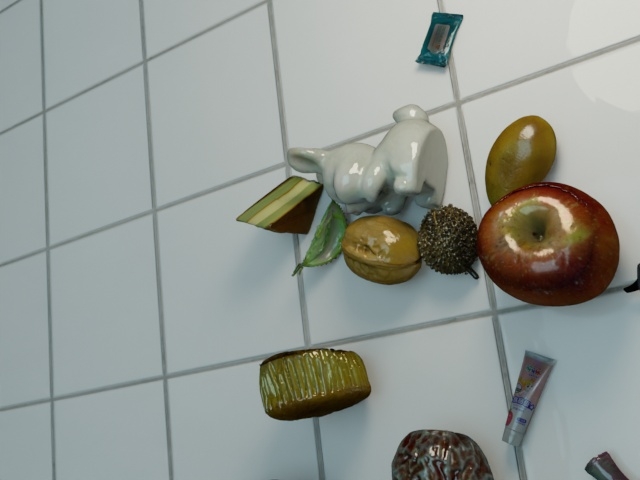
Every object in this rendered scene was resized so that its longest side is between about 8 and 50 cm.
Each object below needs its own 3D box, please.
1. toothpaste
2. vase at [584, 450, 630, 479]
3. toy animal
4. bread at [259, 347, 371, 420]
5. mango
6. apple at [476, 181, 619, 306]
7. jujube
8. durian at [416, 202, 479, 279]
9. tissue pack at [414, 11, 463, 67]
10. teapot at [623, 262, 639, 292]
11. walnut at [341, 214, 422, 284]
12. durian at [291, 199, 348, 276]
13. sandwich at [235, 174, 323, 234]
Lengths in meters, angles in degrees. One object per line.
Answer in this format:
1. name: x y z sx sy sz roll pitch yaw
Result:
1. toothpaste: 0.427 0.330 1.620 0.067 0.043 0.194 16 85 38
2. vase: 0.590 0.494 1.457 0.086 0.086 0.214 -51 54 16
3. toy animal: 0.112 -0.181 1.837 0.368 0.196 0.241 -9 70 31
4. bread: -0.014 0.330 1.791 0.228 0.253 0.142 -25 65 25
5. mango: 0.424 -0.160 1.678 0.136 0.099 0.227 25 104 28
6. apple: 0.455 0.011 1.560 0.272 0.206 0.251 -8 67 30
7. jujube: 0.257 0.546 1.589 0.226 0.226 0.316 -14 72 32
8. durian: 0.299 0.006 1.711 0.148 0.091 0.188 -33 95 -15
9. tissue pack: 0.285 -0.482 1.870 0.085 0.028 0.137 18 87 32
10. teapot: 0.666 0.095 1.475 0.177 0.087 0.096 13 107 36
11. walnut: 0.140 0.022 1.802 0.207 0.159 0.159 18 92 30
12. durian: 0.000 0.000 1.931 0.086 0.100 0.215 29 97 36
13. sandwich: -0.103 -0.098 1.973 0.117 0.187 0.144 17 97 35
